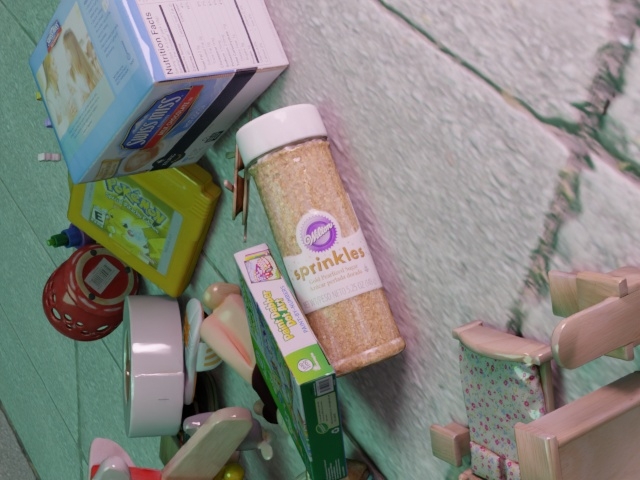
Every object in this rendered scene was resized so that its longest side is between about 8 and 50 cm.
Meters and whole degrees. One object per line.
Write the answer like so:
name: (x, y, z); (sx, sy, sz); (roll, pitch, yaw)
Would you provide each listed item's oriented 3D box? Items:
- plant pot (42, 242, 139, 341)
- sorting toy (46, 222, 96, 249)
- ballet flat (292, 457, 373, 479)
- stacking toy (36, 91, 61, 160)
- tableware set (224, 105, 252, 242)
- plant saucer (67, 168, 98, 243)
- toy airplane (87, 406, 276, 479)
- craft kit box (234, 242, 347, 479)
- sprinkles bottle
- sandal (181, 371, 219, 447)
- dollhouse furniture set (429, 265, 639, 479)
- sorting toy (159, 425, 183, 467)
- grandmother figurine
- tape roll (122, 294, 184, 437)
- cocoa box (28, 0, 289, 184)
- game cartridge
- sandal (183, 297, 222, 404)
plant pot: (-0.502, 0.112, 2.054); (0.174, 0.191, 0.191); (-35, 75, 51)
sorting toy: (-0.488, -0.073, 1.936); (0.365, 0.126, 0.127); (-42, 74, 46)
ballet flat: (-0.016, 0.451, 1.480); (0.124, 0.116, 0.342); (27, 133, 12)
stacking toy: (-0.601, -0.275, 2.110); (0.221, 0.052, 0.167); (-7, 85, 59)
tableware set: (-0.125, -0.101, 1.376); (0.194, 0.039, 0.128); (-94, 8, -51)
plant saucer: (-0.515, -0.093, 2.112); (0.241, 0.037, 0.241); (31, 129, 48)
toy airplane: (-0.234, 0.439, 1.644); (0.386, 0.272, 0.384); (-8, 124, 21)
craft kit box: (-0.040, 0.172, 1.271); (0.250, 0.061, 0.247); (83, 165, -45)
sprinkles bottle: (0.000, 0.000, 1.240); (0.121, 0.121, 0.355); (-29, 80, 59)
sandal: (-0.223, 0.411, 1.853); (0.120, 0.086, 0.303); (0, 87, 35)
dollhouse furniture set: (0.176, 0.169, 0.987); (0.355, 0.173, 0.303); (11, 113, 56)
sorting toy: (-0.306, 0.477, 2.051); (0.132, 0.046, 0.275); (49, 142, 35)
grandmother figurine: (-0.089, 0.219, 1.522); (0.342, 0.104, 0.208); (44, 148, 43)
tape roll: (-0.338, 0.249, 1.845); (0.286, 0.100, 0.286); (-179, 90, -74)
cocoa box: (-0.254, -0.265, 1.378); (0.347, 0.228, 0.231); (-34, 76, 52)
game cartridge: (-0.334, -0.071, 1.699); (0.285, 0.053, 0.324); (35, 140, 8)
sandal: (-0.219, 0.209, 1.749); (0.102, 0.076, 0.265); (-104, 20, -44)
